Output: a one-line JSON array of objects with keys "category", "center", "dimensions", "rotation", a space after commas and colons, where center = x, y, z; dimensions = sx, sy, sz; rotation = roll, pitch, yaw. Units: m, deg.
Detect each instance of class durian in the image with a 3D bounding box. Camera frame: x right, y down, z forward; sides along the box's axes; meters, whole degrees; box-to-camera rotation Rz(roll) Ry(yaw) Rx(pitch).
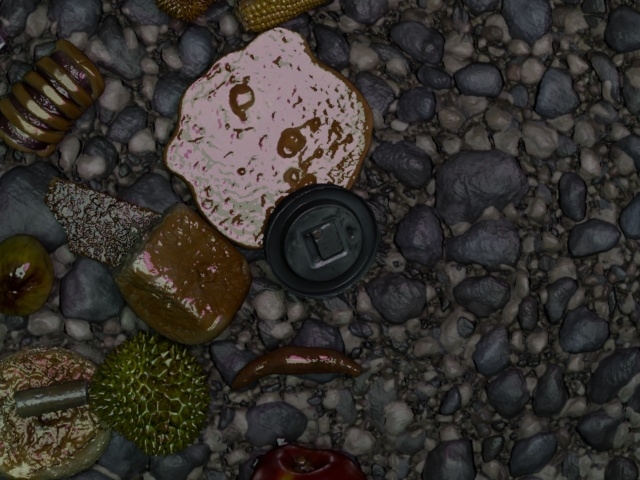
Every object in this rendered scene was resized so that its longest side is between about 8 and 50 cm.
[{"category": "durian", "center": [-0.245, -0.482, 1.888], "dimensions": [0.137, 0.168, 0.158], "rotation": [16, 105, 6]}, {"category": "durian", "center": [-0.307, 0.280, 1.880], "dimensions": [0.237, 0.176, 0.200], "rotation": [45, 48, 5]}]

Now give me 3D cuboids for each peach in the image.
[{"category": "peach", "center": [-0.018, 0.562, 1.897], "dimensions": [0.258, 0.201, 0.361], "rotation": [0, 91, -6]}]

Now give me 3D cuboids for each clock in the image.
[{"category": "clock", "center": [0.000, 0.000, 1.928], "dimensions": [0.226, 0.049, 0.226], "rotation": [-7, 111, -18]}]

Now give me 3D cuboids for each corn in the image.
[{"category": "corn", "center": [-0.029, -0.485, 1.931], "dimensions": [0.293, 0.106, 0.106], "rotation": [-26, 93, -7]}]

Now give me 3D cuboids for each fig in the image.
[{"category": "fig", "center": [-0.558, 0.064, 1.882], "dimensions": [0.136, 0.121, 0.153], "rotation": [25, 88, -10]}]

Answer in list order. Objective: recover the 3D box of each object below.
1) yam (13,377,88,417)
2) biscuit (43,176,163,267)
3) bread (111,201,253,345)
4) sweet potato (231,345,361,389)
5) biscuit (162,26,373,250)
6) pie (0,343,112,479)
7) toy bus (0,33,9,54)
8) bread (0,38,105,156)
[{"category": "yam", "center": [-0.492, 0.289, 1.876], "dimensions": [0.132, 0.054, 0.054], "rotation": [-10, 92, -10]}, {"category": "biscuit", "center": [-0.419, -0.025, 1.940], "dimensions": [0.237, 0.026, 0.131], "rotation": [20, 88, -6]}, {"category": "bread", "center": [-0.265, 0.062, 1.873], "dimensions": [0.246, 0.176, 0.195], "rotation": [43, 50, -15]}, {"category": "sweet potato", "center": [-0.051, 0.238, 1.962], "dimensions": [0.255, 0.058, 0.078], "rotation": [-7, 112, -1]}, {"category": "biscuit", "center": [-0.097, -0.184, 1.942], "dimensions": [0.385, 0.062, 0.365], "rotation": [-45, 100, -3]}, {"category": "pie", "center": [-0.522, 0.331, 1.924], "dimensions": [0.274, 0.055, 0.274], "rotation": [0, 89, -10]}, {"category": "toy bus", "center": [-0.648, -0.345, 1.910], "dimensions": [0.131, 0.037, 0.052], "rotation": [-33, 91, -4]}, {"category": "bread", "center": [-0.509, -0.260, 1.901], "dimensions": [0.134, 0.081, 0.225], "rotation": [41, 87, -6]}]
